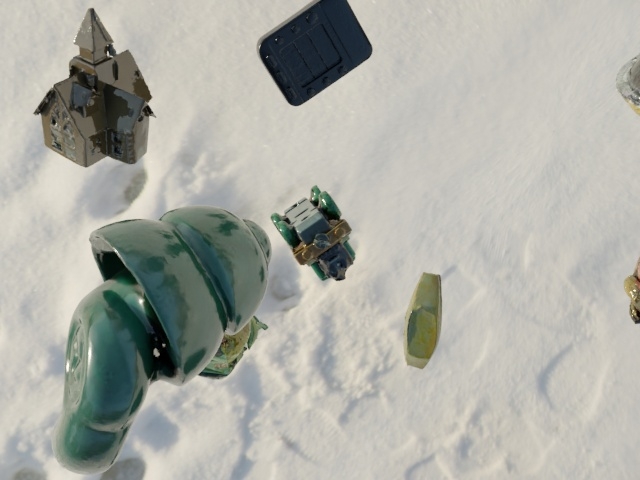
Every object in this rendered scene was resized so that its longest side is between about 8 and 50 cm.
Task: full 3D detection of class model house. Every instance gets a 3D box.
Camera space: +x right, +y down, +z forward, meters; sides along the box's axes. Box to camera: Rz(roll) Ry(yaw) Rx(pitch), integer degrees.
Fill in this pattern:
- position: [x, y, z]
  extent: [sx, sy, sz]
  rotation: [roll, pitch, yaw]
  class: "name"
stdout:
- position: [-0.363, -0.266, 1.393]
  extent: [0.176, 0.181, 0.248]
  rotation: [25, 133, 20]
  class: "model house"

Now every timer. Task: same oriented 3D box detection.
- position: [-0.013, -0.348, 1.503]
  extent: [0.187, 0.055, 0.144]
  rotation: [-34, 121, -1]
  class: "timer"

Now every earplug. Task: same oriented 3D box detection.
- position: [-0.156, 0.091, 0.790]
  extent: [0.280, 0.257, 0.164]
  rotation: [-35, 51, -15]
  class: "earplug"

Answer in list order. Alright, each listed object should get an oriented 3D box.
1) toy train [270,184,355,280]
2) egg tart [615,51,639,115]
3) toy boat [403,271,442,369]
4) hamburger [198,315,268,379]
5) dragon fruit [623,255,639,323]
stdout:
- position: [0.000, 0.000, 1.224]
  extent: [0.091, 0.228, 0.136]
  rotation: [-34, 106, -2]
  class: "toy train"
- position: [0.564, -0.260, 1.247]
  extent: [0.234, 0.234, 0.094]
  rotation: [-4, 131, 16]
  class: "egg tart"
- position: [0.175, 0.140, 1.416]
  extent: [0.065, 0.066, 0.172]
  rotation: [9, 108, 7]
  class: "toy boat"
- position: [-0.208, 0.162, 1.656]
  extent: [0.235, 0.125, 0.214]
  rotation: [14, 59, -17]
  class: "hamburger"
- position: [0.659, 0.086, 1.421]
  extent: [0.269, 0.291, 0.250]
  rotation: [-39, 96, 18]
  class: "dragon fruit"
